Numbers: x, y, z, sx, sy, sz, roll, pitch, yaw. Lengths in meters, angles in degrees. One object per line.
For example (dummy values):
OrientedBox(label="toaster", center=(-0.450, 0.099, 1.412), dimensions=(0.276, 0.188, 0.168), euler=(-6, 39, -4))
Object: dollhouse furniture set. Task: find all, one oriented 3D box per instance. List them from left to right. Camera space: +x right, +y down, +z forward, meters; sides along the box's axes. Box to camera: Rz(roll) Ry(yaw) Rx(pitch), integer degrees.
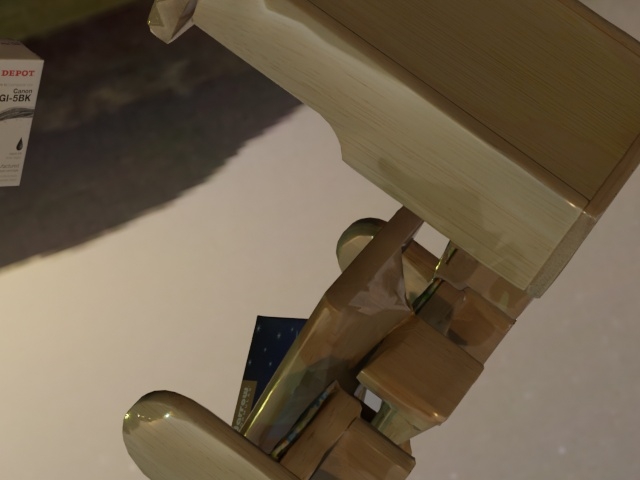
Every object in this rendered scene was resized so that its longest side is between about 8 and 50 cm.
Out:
OrientedBox(label="dollhouse furniture set", center=(0.000, 0.000, 1.021), dimensions=(0.362, 0.256, 0.394), euler=(-46, 170, -45))

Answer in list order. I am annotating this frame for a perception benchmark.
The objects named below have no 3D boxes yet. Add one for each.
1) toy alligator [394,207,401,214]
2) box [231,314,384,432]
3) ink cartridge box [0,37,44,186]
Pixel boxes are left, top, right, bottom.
OrientedBox(label="toy alligator", center=(0.117, -0.061, 1.494), dimensions=(0.051, 0.056, 0.189), euler=(2, 148, -48))
OrientedBox(label="box", center=(-0.021, 0.142, 1.589), dimensions=(0.036, 0.136, 0.225), euler=(20, 167, -35))
OrientedBox(label="ink cartridge box", center=(-0.331, -0.122, 1.605), dimensions=(0.099, 0.135, 0.056), euler=(-5, -151, -42))
